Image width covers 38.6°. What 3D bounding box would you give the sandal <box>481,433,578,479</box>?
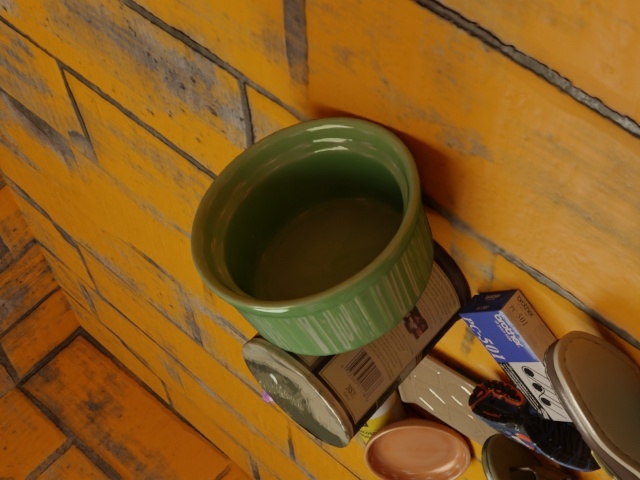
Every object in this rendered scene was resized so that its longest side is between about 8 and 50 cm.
[{"bbox_3d":[0.387,0.415,1.462,0.303,0.120,0.086,41,129,7],"label":"sandal"}]

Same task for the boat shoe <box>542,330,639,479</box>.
[{"bbox_3d":[0.385,0.244,1.155,0.324,0.116,0.096,44,154,-11],"label":"boat shoe"}]

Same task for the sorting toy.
[{"bbox_3d":[0.221,0.261,1.558,0.208,0.038,0.193,24,149,32],"label":"sorting toy"}]

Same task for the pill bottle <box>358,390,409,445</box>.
[{"bbox_3d":[0.105,0.322,1.755,0.103,0.103,0.184,22,147,44],"label":"pill bottle"}]

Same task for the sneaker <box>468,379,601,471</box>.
[{"bbox_3d":[0.330,0.279,1.366,0.221,0.083,0.087,27,167,41],"label":"sneaker"}]

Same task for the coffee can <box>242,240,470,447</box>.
[{"bbox_3d":[0.053,0.127,1.310,0.201,0.275,0.201,37,155,20],"label":"coffee can"}]

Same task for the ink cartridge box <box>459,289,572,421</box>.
[{"bbox_3d":[0.290,0.161,1.259,0.207,0.046,0.097,51,155,-12],"label":"ink cartridge box"}]

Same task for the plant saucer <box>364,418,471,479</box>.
[{"bbox_3d":[0.182,0.397,1.720,0.200,0.037,0.200,2,132,3],"label":"plant saucer"}]

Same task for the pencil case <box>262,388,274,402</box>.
[{"bbox_3d":[-0.101,0.300,2.086,0.086,0.088,0.206,33,155,24],"label":"pencil case"}]

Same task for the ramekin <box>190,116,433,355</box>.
[{"bbox_3d":[0.000,0.000,1.180,0.303,0.303,0.148,26,157,38],"label":"ramekin"}]
